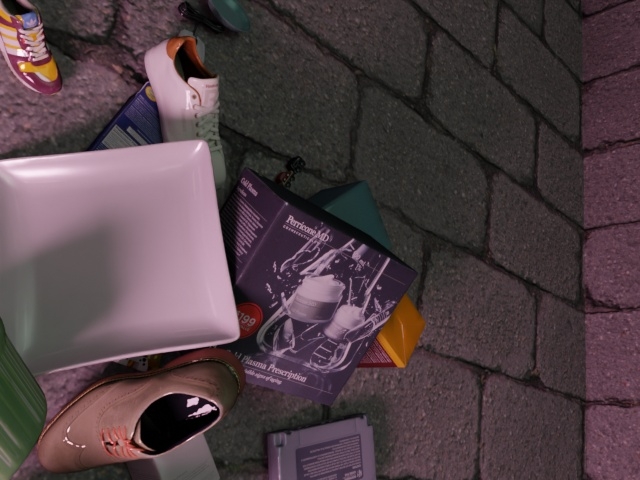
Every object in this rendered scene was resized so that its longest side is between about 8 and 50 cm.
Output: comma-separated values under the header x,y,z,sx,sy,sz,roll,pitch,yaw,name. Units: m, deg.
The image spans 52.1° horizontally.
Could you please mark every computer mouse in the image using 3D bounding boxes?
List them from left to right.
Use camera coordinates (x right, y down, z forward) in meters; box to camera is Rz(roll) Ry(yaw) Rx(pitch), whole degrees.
x,y,z,sx,sy,sz,roll,pitch,yaw,name
-0.256,-0.384,1.311,0.106,0.042,0.193,30,61,-39,computer mouse

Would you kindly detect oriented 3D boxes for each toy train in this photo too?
x,y,z,sx,sy,sz,roll,pitch,yaw,name
-0.080,-0.134,1.450,0.036,0.027,0.158,49,51,-23,toy train

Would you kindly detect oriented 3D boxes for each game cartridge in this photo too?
x,y,z,sx,sy,sz,roll,pitch,yaw,name
0.007,0.487,1.395,0.294,0.060,0.196,4,75,-45,game cartridge

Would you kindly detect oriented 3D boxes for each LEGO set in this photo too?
x,y,z,sx,sy,sz,roll,pitch,yaw,name
-0.258,0.200,1.157,0.227,0.087,0.093,30,71,-36,LEGO set

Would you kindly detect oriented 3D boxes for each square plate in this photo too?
x,y,z,sx,sy,sz,roll,pitch,yaw,name
-0.322,0.020,1.018,0.346,0.049,0.344,-8,72,-13,square plate

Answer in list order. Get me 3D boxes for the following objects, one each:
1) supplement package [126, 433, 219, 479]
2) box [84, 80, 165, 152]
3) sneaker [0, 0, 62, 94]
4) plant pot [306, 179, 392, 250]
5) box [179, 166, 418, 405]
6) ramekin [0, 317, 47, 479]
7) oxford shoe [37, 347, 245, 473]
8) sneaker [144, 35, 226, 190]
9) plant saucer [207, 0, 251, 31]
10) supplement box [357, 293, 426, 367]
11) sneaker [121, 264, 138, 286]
x,y,z,sx,sy,sz,roll,pitch,yaw,name
-0.265,0.347,1.108,0.105,0.105,0.180,-26,101,-45,supplement package
-0.330,-0.170,1.195,0.136,0.036,0.225,47,52,-29,box
-0.472,-0.324,1.048,0.069,0.083,0.186,-48,115,-40,sneaker
0.000,0.000,1.413,0.234,0.165,0.166,-32,105,-36,plant pot
-0.056,0.093,1.190,0.343,0.179,0.313,26,99,-38,box
-0.484,0.228,0.779,0.303,0.303,0.148,-49,123,-39,ramekin
-0.280,0.264,0.954,0.123,0.348,0.130,60,10,-12,oxford shoe
-0.229,-0.232,1.204,0.106,0.123,0.290,-32,105,-48,sneaker
-0.197,-0.484,1.382,0.119,0.021,0.119,37,33,-29,plant saucer
0.088,0.169,1.439,0.191,0.194,0.129,54,48,-24,supplement box
-0.307,0.039,1.125,0.297,0.111,0.131,-55,152,-19,sneaker
